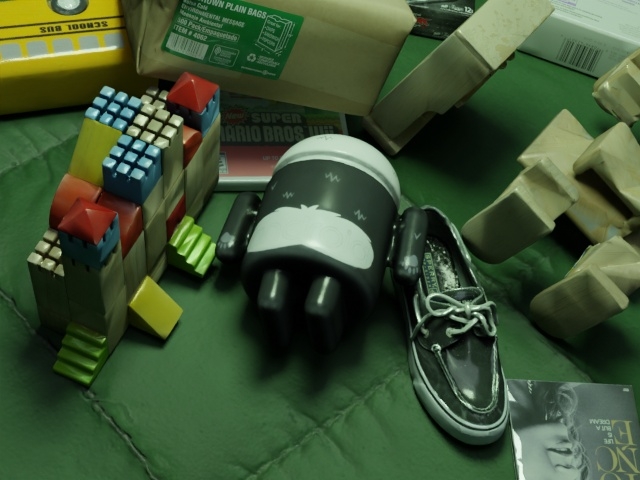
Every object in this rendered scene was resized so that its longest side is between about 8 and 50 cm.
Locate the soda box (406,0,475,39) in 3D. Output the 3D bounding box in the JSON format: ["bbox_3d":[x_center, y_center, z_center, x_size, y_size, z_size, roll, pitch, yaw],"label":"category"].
[{"bbox_3d":[0.139,-0.341,1.971,0.168,0.060,0.053,10,53,-4],"label":"soda box"}]

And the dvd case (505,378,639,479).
[{"bbox_3d":[0.310,0.267,1.599,0.164,0.018,0.221,4,55,-9],"label":"dvd case"}]

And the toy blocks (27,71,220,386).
[{"bbox_3d":[-0.222,-0.059,1.560,0.190,0.261,0.381,23,57,10],"label":"toy blocks"}]

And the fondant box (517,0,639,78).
[{"bbox_3d":[0.457,-0.389,2.047,0.238,0.096,0.330,20,55,3],"label":"fondant box"}]

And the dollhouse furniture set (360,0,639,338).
[{"bbox_3d":[0.287,-0.111,1.783,0.394,0.256,0.362,47,57,-3],"label":"dollhouse furniture set"}]

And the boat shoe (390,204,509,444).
[{"bbox_3d":[0.164,0.096,1.638,0.113,0.105,0.306,-1,55,-12],"label":"boat shoe"}]

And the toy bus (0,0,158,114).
[{"bbox_3d":[-0.388,-0.243,1.769,0.332,0.108,0.130,-9,59,-18],"label":"toy bus"}]

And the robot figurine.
[{"bbox_3d":[0.002,0.002,1.636,0.209,0.173,0.278,30,51,-18],"label":"robot figurine"}]

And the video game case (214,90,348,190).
[{"bbox_3d":[-0.070,-0.188,1.843,0.204,0.025,0.285,-1,55,-12],"label":"video game case"}]

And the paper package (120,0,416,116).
[{"bbox_3d":[-0.079,-0.321,1.731,0.324,0.168,0.309,10,33,-23],"label":"paper package"}]
